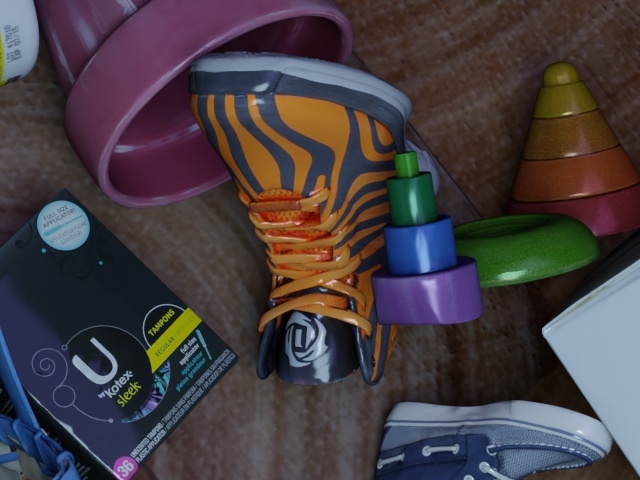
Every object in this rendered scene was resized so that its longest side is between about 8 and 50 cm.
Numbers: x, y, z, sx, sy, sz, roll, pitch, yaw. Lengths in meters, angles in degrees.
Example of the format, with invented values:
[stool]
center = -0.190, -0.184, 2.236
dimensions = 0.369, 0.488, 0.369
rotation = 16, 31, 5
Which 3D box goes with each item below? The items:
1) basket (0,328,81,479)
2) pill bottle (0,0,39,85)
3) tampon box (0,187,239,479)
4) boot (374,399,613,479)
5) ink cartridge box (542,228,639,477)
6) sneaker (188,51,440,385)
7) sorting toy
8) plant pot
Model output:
[basket]
center = -0.260, 0.171, 0.988
dimensions = 0.254, 0.201, 0.289
rotation = -32, 117, -28
[pill bottle]
center = -0.301, -0.130, 1.138
dimensions = 0.215, 0.117, 0.117
rotation = -24, 82, -27
[tampon box]
center = -0.159, 0.072, 1.134
dimensions = 0.161, 0.101, 0.120
rotation = 43, 62, -3
[boot]
center = 0.111, 0.159, 1.173
dimensions = 0.069, 0.190, 0.086
rotation = 33, 65, -34
[ink cartridge box]
center = 0.280, 0.084, 1.206
dimensions = 0.211, 0.121, 0.289
rotation = 55, 21, 3
[sneaker]
center = 0.000, 0.000, 1.129
dimensions = 0.124, 0.321, 0.180
rotation = 4, 76, 24
[sorting toy]
center = 0.126, -0.044, 1.180
dimensions = 0.365, 0.127, 0.126
rotation = -24, 107, -59
[plant pot]
center = -0.108, -0.152, 1.193
dimensions = 0.201, 0.201, 0.180
rotation = -25, 67, -27
